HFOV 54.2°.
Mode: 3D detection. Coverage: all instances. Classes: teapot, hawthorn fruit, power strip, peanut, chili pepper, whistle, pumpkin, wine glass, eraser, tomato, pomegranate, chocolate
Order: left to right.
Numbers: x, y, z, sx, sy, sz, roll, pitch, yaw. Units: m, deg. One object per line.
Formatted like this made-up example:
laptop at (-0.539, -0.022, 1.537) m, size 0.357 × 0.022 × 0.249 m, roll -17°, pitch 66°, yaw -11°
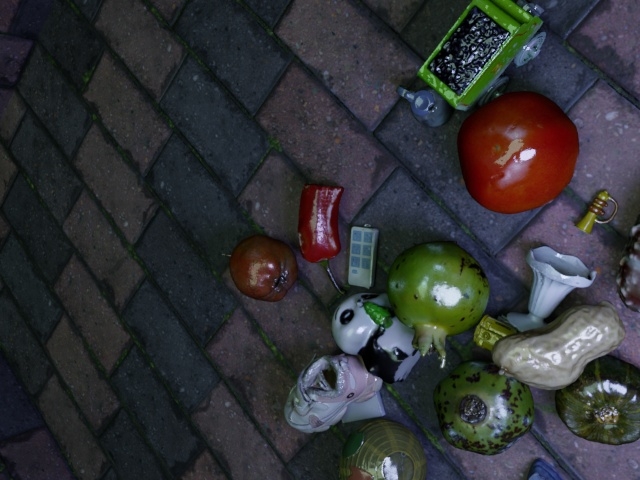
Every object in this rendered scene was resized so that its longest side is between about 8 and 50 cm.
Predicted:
hawthorn fruit at (-0.201, 0.075, 1.963) m, size 0.262 × 0.211 × 0.210 m, roll 27°, pitch 108°, yaw 36°
chili pepper at (-0.005, 0.000, 1.872) m, size 0.135 × 0.131 × 0.338 m, roll 9°, pitch 100°, yaw 42°
eraser at (0.116, 0.490, 1.894) m, size 0.150 × 0.023 × 0.103 m, roll -21°, pitch 80°, yaw 33°
power strip at (0.127, 0.047, 1.847) m, size 0.082 × 0.035 × 0.191 m, roll 8°, pitch 98°, yaw 32°
teapot at (0.280, -0.378, 1.670) m, size 0.111 × 0.108 × 0.149 m, roll -34°, pitch 76°, yaw 28°
pomegranate at (0.297, 0.152, 1.587) m, size 0.261 × 0.260 × 0.340 m, roll -15°, pitch 53°, yaw 33°
pomegranate at (0.405, 0.416, 1.562) m, size 0.255 × 0.270 × 0.254 m, roll -5°, pitch 77°, yaw 21°
tomato at (0.458, -0.211, 1.500) m, size 0.299 × 0.226 × 0.298 m, roll 5°, pitch 99°, yaw 35°
wine glass at (0.552, 0.130, 1.516) m, size 0.165 × 0.165 × 0.196 m, roll 27°, pitch 116°, yaw 28°
peanut at (0.540, 0.247, 1.413) m, size 0.291 × 0.143 × 0.159 m, roll -25°, pitch 102°, yaw 9°
whistle at (0.662, -0.064, 1.490) m, size 0.057 × 0.046 × 0.109 m, roll 45°, pitch 110°, yaw 38°
pumpkin at (0.663, 0.369, 1.454) m, size 0.224 × 0.157 × 0.223 m, roll 10°, pitch 116°, yaw 22°
chocolate at (0.761, 0.030, 1.333) m, size 0.210 × 0.225 × 0.339 m, roll 20°, pitch 102°, yaw 38°

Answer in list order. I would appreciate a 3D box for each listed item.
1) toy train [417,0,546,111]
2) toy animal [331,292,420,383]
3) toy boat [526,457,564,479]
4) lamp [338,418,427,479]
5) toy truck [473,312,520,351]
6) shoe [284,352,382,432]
toy train at (0.394, -0.456, 1.509) m, size 0.173 × 0.249 × 0.307 m, roll 47°, pitch 116°, yaw 18°
toy animal at (0.161, 0.254, 1.741) m, size 0.267 × 0.213 × 0.212 m, roll 39°, pitch 113°, yaw 18°
toy boat at (0.586, 0.698, 1.578) m, size 0.127 × 0.078 × 0.282 m, roll -18°, pitch 85°, yaw 36°
lamp at (0.164, 0.627, 1.764) m, size 0.284 × 0.250 × 0.250 m, roll 147°, pitch 108°, yaw -71°
toy truck at (0.504, 0.268, 1.573) m, size 0.227 × 0.114 × 0.097 m, roll 26°, pitch 107°, yaw 28°
shoe at (-0.003, 0.436, 1.845) m, size 0.351 × 0.198 × 0.171 m, roll -41°, pitch 54°, yaw 22°
